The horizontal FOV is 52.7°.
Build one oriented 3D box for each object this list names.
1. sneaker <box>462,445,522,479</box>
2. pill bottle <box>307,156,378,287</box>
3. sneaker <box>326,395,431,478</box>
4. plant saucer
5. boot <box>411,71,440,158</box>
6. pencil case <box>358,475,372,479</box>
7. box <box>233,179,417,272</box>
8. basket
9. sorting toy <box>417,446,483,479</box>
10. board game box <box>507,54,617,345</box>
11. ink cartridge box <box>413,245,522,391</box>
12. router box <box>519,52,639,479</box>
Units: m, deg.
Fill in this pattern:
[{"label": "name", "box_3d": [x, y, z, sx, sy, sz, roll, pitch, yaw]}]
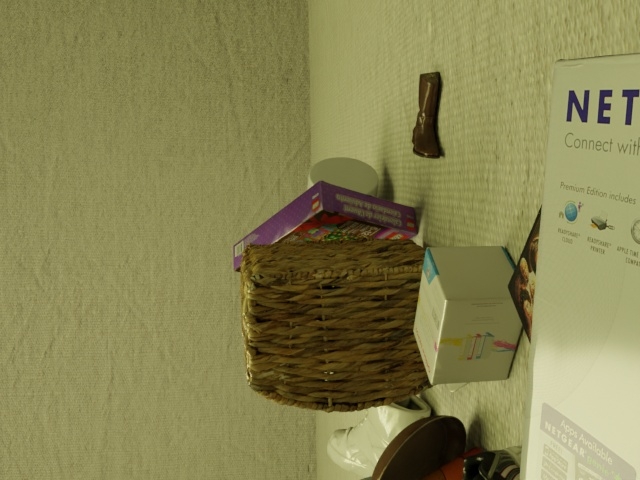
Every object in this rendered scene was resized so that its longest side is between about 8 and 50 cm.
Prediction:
[{"label": "sneaker", "box_3d": [0.184, 0.250, 0.617, 0.170, 0.075, 0.063, -126, 36, -79]}, {"label": "pill bottle", "box_3d": [0.038, -0.003, 1.394, 0.188, 0.188, 0.334, -99, 9, -49]}, {"label": "sneaker", "box_3d": [0.104, 0.323, 1.123, 0.292, 0.108, 0.169, -6, 83, 62]}, {"label": "plant saucer", "box_3d": [0.121, 0.293, 0.829, 0.029, 0.168, 0.168, 30, 127, 46]}, {"label": "boot", "box_3d": [0.160, -0.187, 0.951, 0.106, 0.037, 0.114, -107, 21, -60]}, {"label": "pencil case", "box_3d": [0.101, 0.474, 0.919, 0.113, 0.124, 0.273, 66, 180, -63]}, {"label": "box", "box_3d": [0.000, 0.000, 1.154, 0.293, 0.201, 0.057, -33, 54, 48]}, {"label": "basket", "box_3d": [0.032, 0.118, 0.967, 0.223, 0.299, 0.213, -130, 38, -77]}, {"label": "sorting toy", "box_3d": [0.147, 0.439, 0.782, 0.127, 0.126, 0.365, 172, 97, -84]}, {"label": "board game box", "box_3d": [0.211, 0.016, 0.469, 0.165, 0.042, 0.243, -97, 9, -45]}, {"label": "ink cartridge box", "box_3d": [0.162, 0.090, 0.720, 0.092, 0.090, 0.143, -99, 9, -53]}, {"label": "router box", "box_3d": [0.197, 0.087, 0.213, 0.335, 0.082, 0.301, -142, 50, -71]}]
